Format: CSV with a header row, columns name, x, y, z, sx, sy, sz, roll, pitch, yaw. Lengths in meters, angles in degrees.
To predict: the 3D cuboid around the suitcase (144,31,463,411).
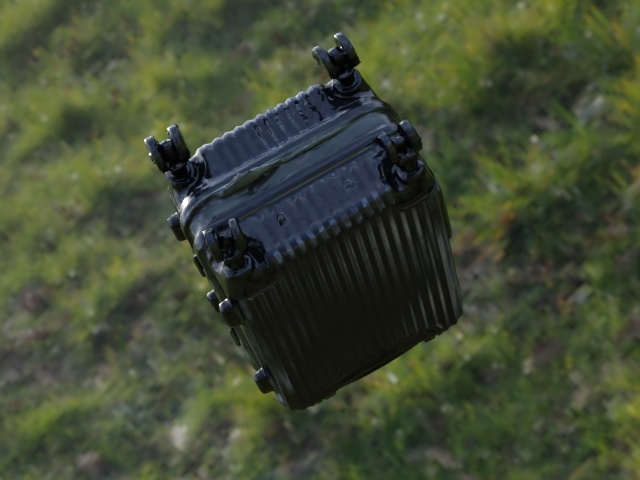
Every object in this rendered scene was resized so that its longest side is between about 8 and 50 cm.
name,x,y,z,sx,sy,sz,roll,pitch,yaw
suitcase,0.000,0.000,0.558,0.086,0.059,0.126,-28,-31,-5
